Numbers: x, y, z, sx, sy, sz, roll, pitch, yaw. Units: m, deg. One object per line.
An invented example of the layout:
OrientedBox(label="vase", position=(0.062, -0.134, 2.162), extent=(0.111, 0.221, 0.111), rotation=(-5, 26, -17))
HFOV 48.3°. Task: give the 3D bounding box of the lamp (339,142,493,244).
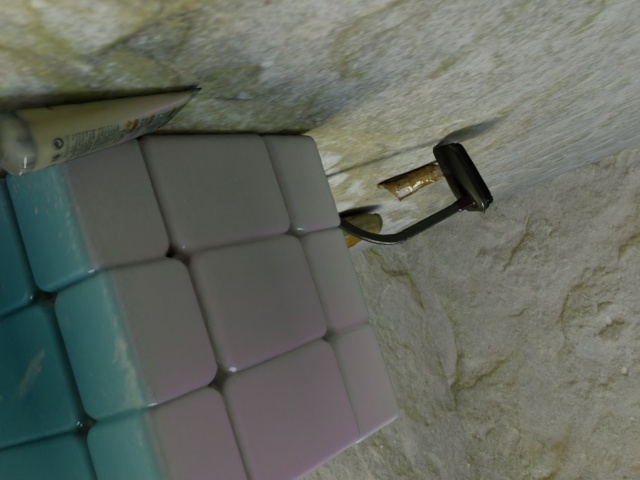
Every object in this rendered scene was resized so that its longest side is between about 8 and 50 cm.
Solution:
OrientedBox(label="lamp", position=(0.101, -0.061, 1.108), extent=(0.283, 0.125, 0.203), rotation=(-15, -175, -2))

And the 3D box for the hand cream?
OrientedBox(label="hand cream", position=(-0.148, -0.079, 0.478), extent=(0.143, 0.039, 0.061), rotation=(-26, 176, -46))

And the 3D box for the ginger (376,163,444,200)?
OrientedBox(label="ginger", position=(0.167, -0.105, 1.290), extent=(0.137, 0.044, 0.057), rotation=(-22, 156, 28))

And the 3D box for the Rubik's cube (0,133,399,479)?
OrientedBox(label="Rubik's cube", position=(-0.164, 0.094, 0.702), extent=(0.321, 0.316, 0.318), rotation=(-19, 176, 36))

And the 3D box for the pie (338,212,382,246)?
OrientedBox(label="pie", position=(0.000, 0.001, 1.711), extent=(0.339, 0.077, 0.339), rotation=(-18, 172, -3))
